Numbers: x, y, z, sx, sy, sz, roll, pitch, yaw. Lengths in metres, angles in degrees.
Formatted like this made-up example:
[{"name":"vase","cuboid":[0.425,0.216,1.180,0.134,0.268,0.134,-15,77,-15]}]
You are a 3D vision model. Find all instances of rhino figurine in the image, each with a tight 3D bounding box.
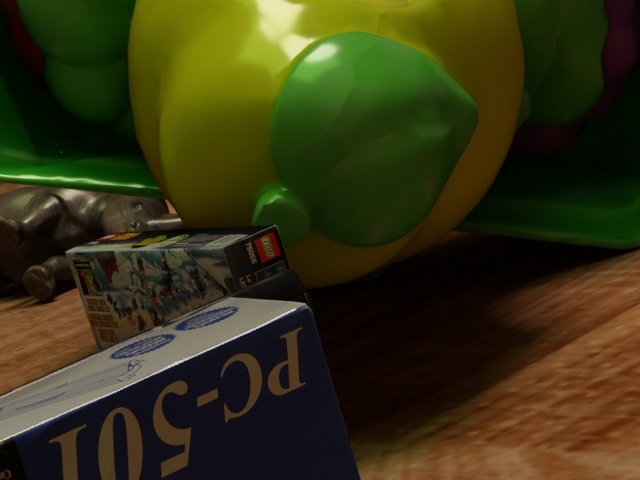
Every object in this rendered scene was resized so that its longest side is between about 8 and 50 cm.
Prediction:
[{"name":"rhino figurine","cuboid":[-0.179,-0.005,1.296,0.243,0.073,0.106,-9,16,34]}]

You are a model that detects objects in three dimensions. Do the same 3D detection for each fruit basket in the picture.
[{"name":"fruit basket","cuboid":[0.001,-0.115,0.861,0.392,0.283,0.392,6,-3,0]}]

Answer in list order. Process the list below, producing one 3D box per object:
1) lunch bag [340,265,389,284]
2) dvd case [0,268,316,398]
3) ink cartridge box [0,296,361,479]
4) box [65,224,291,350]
[{"name":"lunch bag","cuboid":[0.000,0.000,1.011,0.071,0.053,0.083,-9,17,22]},{"name":"dvd case","cuboid":[-0.134,0.086,0.629,0.180,0.022,0.253,-24,-6,-40]},{"name":"ink cartridge box","cuboid":[-0.082,0.096,0.474,0.207,0.097,0.046,-23,12,-32]},{"name":"box","cuboid":[-0.047,0.043,0.727,0.027,0.094,0.137,-23,12,-30]}]
